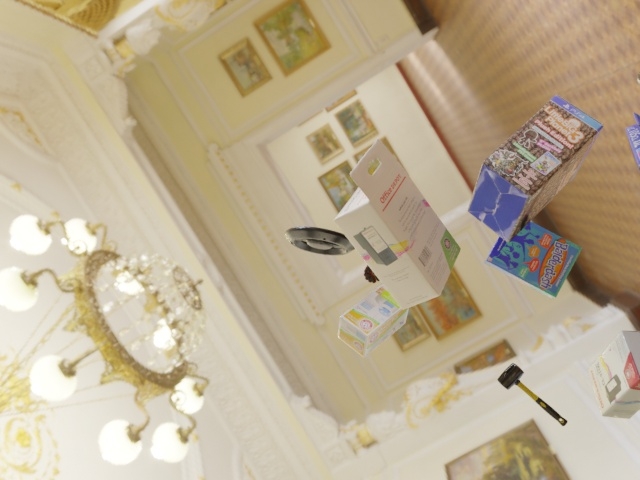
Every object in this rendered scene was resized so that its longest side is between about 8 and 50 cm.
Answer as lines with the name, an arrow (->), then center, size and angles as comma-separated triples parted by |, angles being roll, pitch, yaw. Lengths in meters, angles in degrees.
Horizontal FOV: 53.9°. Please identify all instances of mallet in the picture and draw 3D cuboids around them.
mallet -> 0.518, 0.367, 1.506 | 0.190, 0.062, 0.039 | 34, -177, 5

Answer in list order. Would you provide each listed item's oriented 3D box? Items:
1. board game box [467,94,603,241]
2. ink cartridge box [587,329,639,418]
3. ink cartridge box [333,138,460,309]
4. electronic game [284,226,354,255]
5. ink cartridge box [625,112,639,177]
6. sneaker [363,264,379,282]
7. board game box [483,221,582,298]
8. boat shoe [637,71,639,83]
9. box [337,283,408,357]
board game box -> 0.534, -0.178, 1.589 | 0.141, 0.291, 0.232 | 42, 161, 21
ink cartridge box -> 0.687, 0.305, 1.417 | 0.175, 0.072, 0.127 | 101, 172, -47
ink cartridge box -> 0.167, -0.041, 1.490 | 0.353, 0.119, 0.207 | 52, -139, -13
electronic game -> 0.000, 0.000, 2.001 | 0.229, 0.229, 0.048 | 43, -126, -62
ink cartridge box -> 0.910, -0.153, 1.612 | 0.395, 0.151, 0.270 | 62, -152, -20
sneaker -> 0.232, 0.045, 2.179 | 0.088, 0.225, 0.093 | 42, -170, 4
board game box -> 0.586, 0.041, 1.740 | 0.210, 0.160, 0.047 | 28, 173, 9
boat shoe -> 0.997, -0.487, 1.825 | 0.233, 0.084, 0.079 | -83, -13, -74
box -> 0.162, 0.242, 1.914 | 0.114, 0.203, 0.103 | 36, 141, 30
